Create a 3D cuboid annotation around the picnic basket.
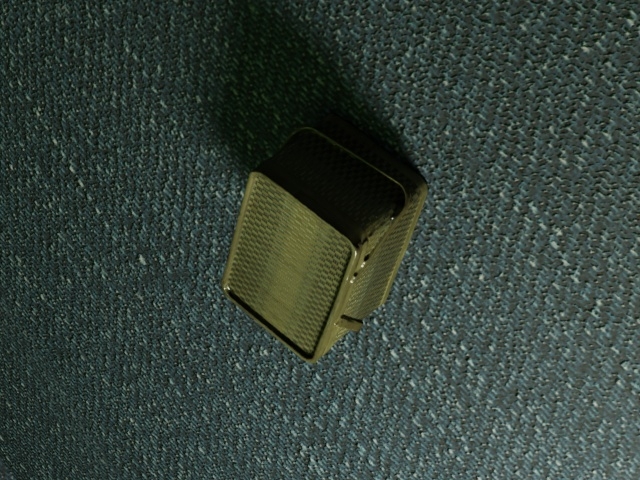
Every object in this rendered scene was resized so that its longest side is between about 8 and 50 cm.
[{"bbox_3d":[0.000,0.000,1.972,0.165,0.139,0.266,38,142,16],"label":"picnic basket"}]
